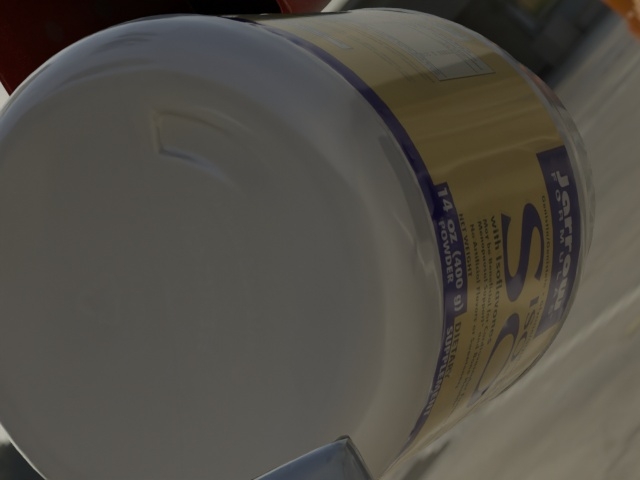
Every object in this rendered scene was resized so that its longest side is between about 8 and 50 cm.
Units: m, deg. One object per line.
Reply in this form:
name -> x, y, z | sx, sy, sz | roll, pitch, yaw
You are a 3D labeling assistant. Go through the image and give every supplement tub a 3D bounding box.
supplement tub -> 0.000, 0.000, 0.785 | 0.241, 0.241, 0.331 | -49, -13, 25

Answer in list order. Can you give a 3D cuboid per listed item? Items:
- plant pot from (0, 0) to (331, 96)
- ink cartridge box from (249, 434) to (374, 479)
plant pot -> -0.126, -0.245, 1.241 | 0.267, 0.267, 0.236 | -31, 2, 34
ink cartridge box -> -0.063, 0.258, 0.309 | 0.330, 0.324, 0.071 | -27, -8, -8
